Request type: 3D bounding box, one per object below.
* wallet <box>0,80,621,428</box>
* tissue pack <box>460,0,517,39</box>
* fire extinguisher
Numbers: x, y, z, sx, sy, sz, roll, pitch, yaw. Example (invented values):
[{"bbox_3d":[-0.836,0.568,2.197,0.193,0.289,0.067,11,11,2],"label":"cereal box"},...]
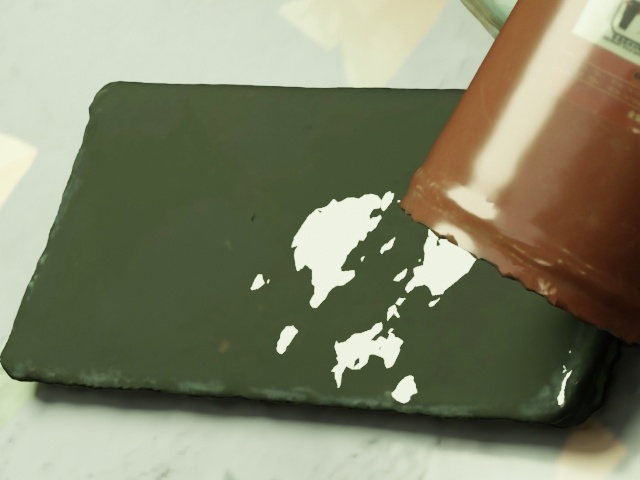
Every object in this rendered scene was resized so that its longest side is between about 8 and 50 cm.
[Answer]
[{"bbox_3d":[0.000,0.000,0.758,0.285,0.030,0.146,2,59,36],"label":"wallet"},{"bbox_3d":[0.055,-0.256,0.708,0.228,0.311,0.128,-42,0,5],"label":"tissue pack"},{"bbox_3d":[0.159,-0.121,0.577,0.337,0.106,0.147,-60,33,6],"label":"fire extinguisher"}]
